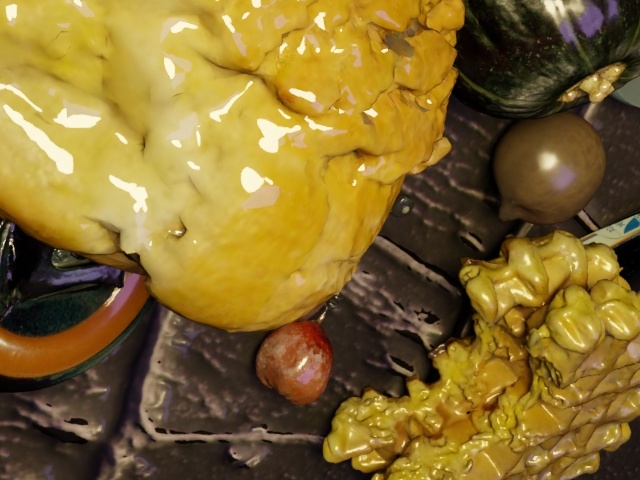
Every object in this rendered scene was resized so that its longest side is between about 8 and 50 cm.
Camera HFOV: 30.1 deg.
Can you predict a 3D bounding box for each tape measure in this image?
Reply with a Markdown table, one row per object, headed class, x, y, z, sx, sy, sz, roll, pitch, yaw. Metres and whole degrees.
| class | x | y | z | sx | sy | sz | roll | pitch | yaw |
| --- | --- | --- | --- | --- | --- | --- | --- | --- | --- |
| tape measure | -0.189 | -0.008 | 0.719 | 0.223 | 0.135 | 0.202 | -14 | 121 | -38 |

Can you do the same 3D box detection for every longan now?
| class | x | y | z | sx | sy | sz | roll | pitch | yaw |
| --- | --- | --- | --- | --- | --- | --- | --- | --- | --- |
| longan | 0.193 | -0.059 | 1.027 | 0.113 | 0.092 | 0.113 | -35 | 155 | -19 |

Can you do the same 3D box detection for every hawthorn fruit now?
| class | x | y | z | sx | sy | sz | roll | pitch | yaw |
| --- | --- | --- | --- | --- | --- | --- | --- | --- | --- |
| hawthorn fruit | -0.010 | 0.087 | 0.997 | 0.067 | 0.067 | 0.103 | 25 | 102 | -47 |

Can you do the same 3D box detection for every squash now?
| class | x | y | z | sx | sy | sz | roll | pitch | yaw |
| --- | --- | --- | --- | --- | --- | --- | --- | --- | --- |
| squash | 0.171 | -0.168 | 0.868 | 0.193 | 0.156 | 0.193 | -4 | 162 | -1 |

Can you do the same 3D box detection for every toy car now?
| class | x | y | z | sx | sy | sz | roll | pitch | yaw |
| --- | --- | --- | --- | --- | --- | --- | --- | --- | --- |
| toy car | 0.312 | 0.016 | 1.209 | 0.205 | 0.056 | 0.095 | -27 | 135 | -15 |

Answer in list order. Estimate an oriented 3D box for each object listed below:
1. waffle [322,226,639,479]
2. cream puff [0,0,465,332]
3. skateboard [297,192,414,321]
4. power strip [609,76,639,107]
| class | x | y | z | sx | sy | sz | roll | pitch | yaw |
| --- | --- | --- | --- | --- | --- | --- | --- | --- | --- |
| waffle | 0.175 | 0.136 | 1.095 | 0.261 | 0.151 | 0.324 | 9 | 131 | -45 |
| cream puff | -0.060 | -0.139 | 0.572 | 0.231 | 0.343 | 0.327 | -39 | 160 | 22 |
| skateboard | 0.000 | 0.000 | 0.944 | 0.080 | 0.067 | 0.151 | 17 | 114 | -36 |
| power strip | 0.288 | -0.216 | 1.011 | 0.167 | 0.054 | 0.253 | -31 | 138 | -18 |
